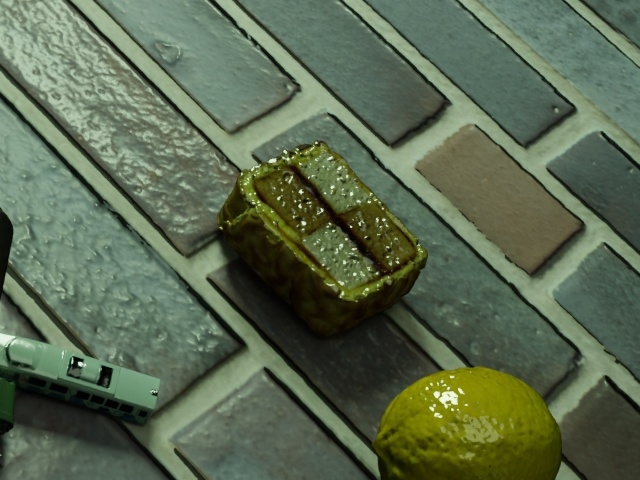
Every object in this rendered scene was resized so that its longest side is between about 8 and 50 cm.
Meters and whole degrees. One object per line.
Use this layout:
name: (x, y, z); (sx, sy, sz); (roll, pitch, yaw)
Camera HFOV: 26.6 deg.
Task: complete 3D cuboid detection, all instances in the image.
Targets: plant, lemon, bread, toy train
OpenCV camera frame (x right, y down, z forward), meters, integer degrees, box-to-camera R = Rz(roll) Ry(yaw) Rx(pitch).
plant: (-0.320, 0.185, 1.303); (0.051, 0.051, 0.102); (11, 63, -17)
lemon: (0.153, 0.217, 1.410); (0.193, 0.180, 0.181); (29, 44, -26)
bread: (0.000, 0.000, 1.570); (0.222, 0.096, 0.181); (47, 49, 12)
toy train: (-0.267, 0.134, 1.369); (0.207, 0.047, 0.043); (18, 47, -13)

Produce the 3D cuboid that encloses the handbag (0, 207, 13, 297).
handbag: (-0.428, 0.074, 1.240); (0.257, 0.113, 0.285); (19, 66, -23)
